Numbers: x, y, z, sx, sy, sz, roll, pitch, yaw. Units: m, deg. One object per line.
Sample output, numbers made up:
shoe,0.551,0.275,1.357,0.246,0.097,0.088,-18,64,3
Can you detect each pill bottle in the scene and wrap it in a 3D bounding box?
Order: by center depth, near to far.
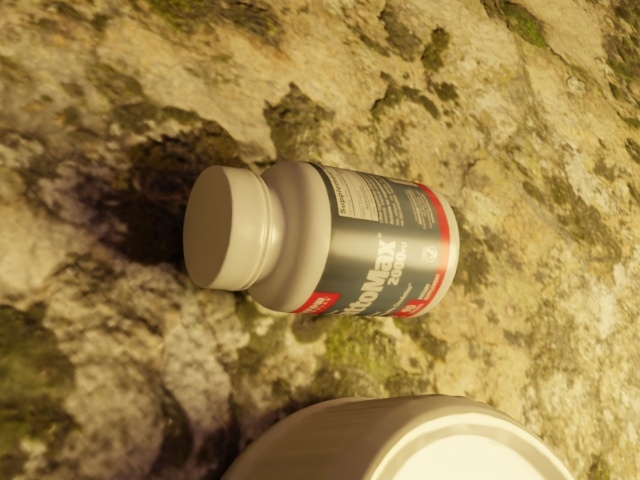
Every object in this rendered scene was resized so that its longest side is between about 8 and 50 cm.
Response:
pill bottle,0.000,0.000,0.483,0.180,0.108,0.108,6,63,-32

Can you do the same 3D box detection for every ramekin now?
ramekin,0.063,0.218,0.401,0.273,0.127,0.273,16,59,-28
